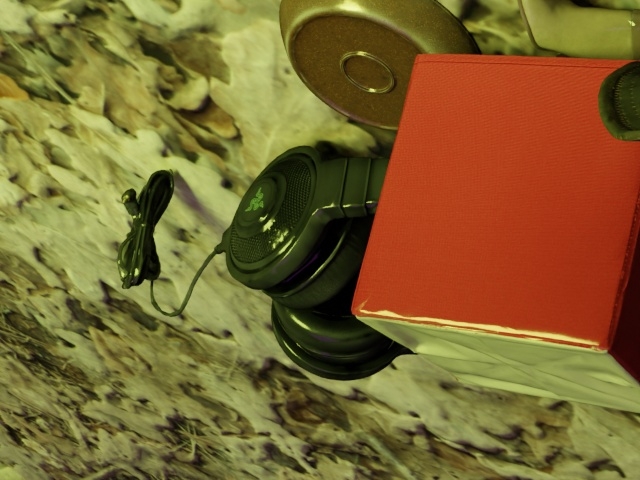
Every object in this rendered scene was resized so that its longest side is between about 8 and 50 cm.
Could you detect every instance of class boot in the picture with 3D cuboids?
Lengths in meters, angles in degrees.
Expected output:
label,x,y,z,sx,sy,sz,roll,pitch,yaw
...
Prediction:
label,x,y,z,sx,sy,sz,roll,pitch,yaw
boot,0.187,-0.140,0.944,0.087,0.042,0.118,-3,141,33

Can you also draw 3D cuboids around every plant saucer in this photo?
label,x,y,z,sx,sy,sz,roll,pitch,yaw
plant saucer,0.040,-0.136,1.078,0.168,0.029,0.168,20,150,12

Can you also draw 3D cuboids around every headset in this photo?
label,x,y,z,sx,sy,sz,roll,pitch,yaw
headset,0.000,0.000,1.267,0.394,0.185,0.243,-4,145,20

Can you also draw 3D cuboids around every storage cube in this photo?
label,x,y,z,sx,sy,sz,roll,pitch,yaw
storage cube,0.160,-0.002,0.981,0.215,0.193,0.184,6,163,32

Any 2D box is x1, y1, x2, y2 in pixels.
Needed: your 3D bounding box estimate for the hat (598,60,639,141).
label,x,y,z,sx,sy,sz,roll,pitch,yaw
hat,0.306,-0.124,0.728,0.331,0.331,0.134,7,108,32
